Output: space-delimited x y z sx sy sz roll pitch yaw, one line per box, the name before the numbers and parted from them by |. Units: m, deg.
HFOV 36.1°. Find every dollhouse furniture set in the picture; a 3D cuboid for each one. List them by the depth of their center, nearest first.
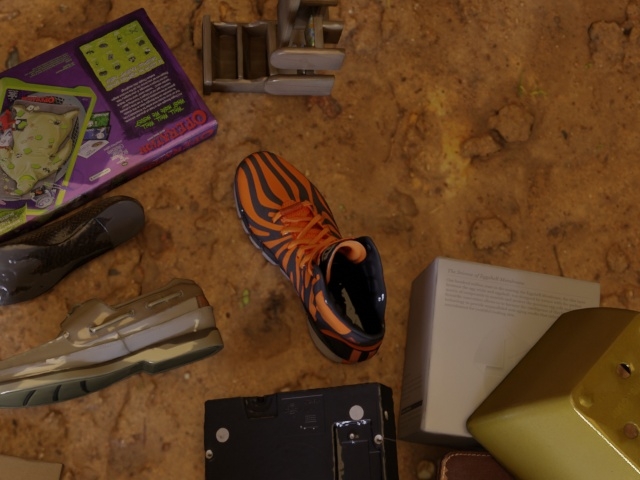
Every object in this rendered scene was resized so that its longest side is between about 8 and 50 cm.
dollhouse furniture set | -0.071 -0.293 1.312 0.161 0.242 0.212 0 72 -10

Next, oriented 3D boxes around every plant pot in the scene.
plant pot | 0.332 0.196 1.109 0.212 0.187 0.212 45 68 7

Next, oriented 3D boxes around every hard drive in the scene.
hard drive | -0.019 0.349 1.161 0.237 0.064 0.338 -10 71 19

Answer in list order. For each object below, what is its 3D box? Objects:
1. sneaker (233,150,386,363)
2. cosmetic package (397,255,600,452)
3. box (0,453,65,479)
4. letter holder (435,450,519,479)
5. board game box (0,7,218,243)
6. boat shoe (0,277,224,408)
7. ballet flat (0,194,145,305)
sneaker | 0.000 0.000 1.265 0.125 0.180 0.321 -30 80 -17
cosmetic package | 0.231 0.159 1.278 0.224 0.138 0.224 10 72 -7
box | -0.409 0.354 1.166 0.165 0.021 0.201 11 71 -7
letter holder | 0.260 0.387 1.207 0.302 0.152 0.214 12 69 -6
board game box | -0.339 -0.156 1.328 0.347 0.056 0.208 -30 76 -17
boat shoe | -0.278 0.128 1.220 0.302 0.113 0.103 -13 74 -24
ballet flat | -0.345 0.009 1.273 0.250 0.058 0.084 -29 115 -12
